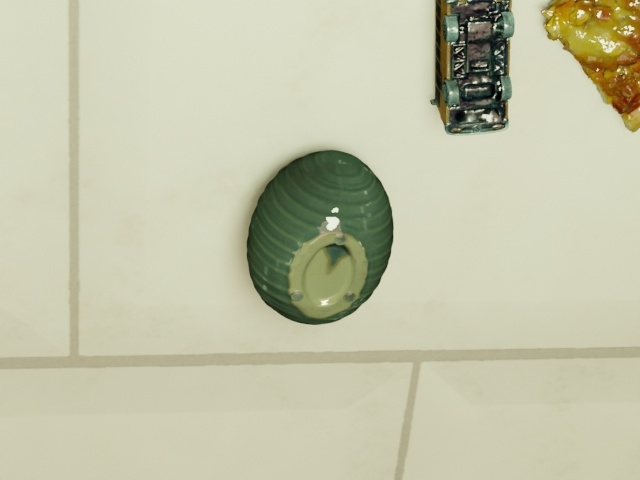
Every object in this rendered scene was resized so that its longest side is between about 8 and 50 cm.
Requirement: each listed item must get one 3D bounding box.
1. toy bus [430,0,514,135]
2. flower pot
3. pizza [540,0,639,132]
[{"bbox_3d":[0.188,-0.231,1.864,0.091,0.103,0.182,-6,120,-6],"label":"toy bus"},{"bbox_3d":[0.000,0.000,1.961,0.189,0.157,0.243,4,125,-14],"label":"flower pot"},{"bbox_3d":[0.385,-0.267,1.887,0.229,0.081,0.289,7,125,-14],"label":"pizza"}]
